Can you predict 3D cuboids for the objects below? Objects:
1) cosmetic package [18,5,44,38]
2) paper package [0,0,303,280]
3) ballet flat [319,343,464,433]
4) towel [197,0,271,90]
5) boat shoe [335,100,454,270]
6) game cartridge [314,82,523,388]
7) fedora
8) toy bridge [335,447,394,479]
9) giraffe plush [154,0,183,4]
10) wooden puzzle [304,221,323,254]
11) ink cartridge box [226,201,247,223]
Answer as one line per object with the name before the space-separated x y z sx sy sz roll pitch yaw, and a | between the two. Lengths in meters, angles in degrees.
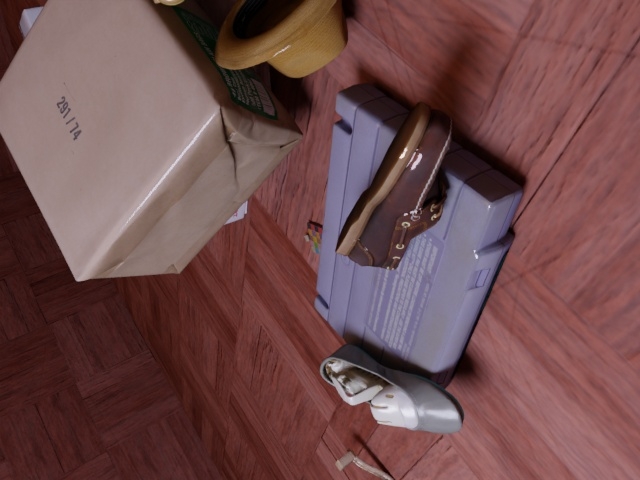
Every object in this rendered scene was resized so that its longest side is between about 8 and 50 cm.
cosmetic package | -0.534 -0.429 1.219 0.151 0.183 0.151 9 119 57
paper package | -0.239 -0.158 0.717 0.309 0.168 0.325 -44 68 23
ballet flat | 0.074 0.186 0.665 0.213 0.068 0.072 16 125 55
towel | -0.174 -0.330 0.825 0.332 0.053 0.317 42 142 35
boat shoe | 0.076 -0.038 0.502 0.073 0.073 0.207 24 149 -2
game cartridge | 0.089 0.028 0.650 0.230 0.068 0.355 41 143 31
fedora | -0.025 -0.230 0.583 0.079 0.194 0.194 40 170 -38
toy bridge | 0.102 0.424 0.921 0.188 0.063 0.026 50 148 24
giraffe plush | -0.143 -0.336 0.558 0.210 0.170 0.181 46 -176 -28
wooden puzzle | 0.000 0.000 0.830 0.083 0.006 0.049 23 131 51
ink cartridge box | -0.233 -0.082 0.957 0.086 0.203 0.148 52 148 27
